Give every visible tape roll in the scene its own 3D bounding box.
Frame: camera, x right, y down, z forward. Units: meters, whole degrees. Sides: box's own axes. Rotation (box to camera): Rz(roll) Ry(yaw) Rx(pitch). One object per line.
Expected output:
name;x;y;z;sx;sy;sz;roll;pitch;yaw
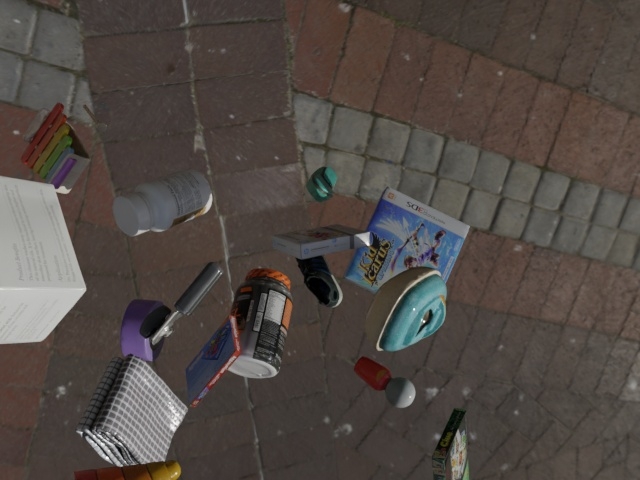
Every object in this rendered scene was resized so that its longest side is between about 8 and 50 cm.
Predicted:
tape roll;-0.553;0.281;1.762;0.080;0.189;0.189;3;105;4

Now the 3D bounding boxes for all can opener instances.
can opener;-0.394;0.166;1.570;0.095;0.076;0.283;37;81;7

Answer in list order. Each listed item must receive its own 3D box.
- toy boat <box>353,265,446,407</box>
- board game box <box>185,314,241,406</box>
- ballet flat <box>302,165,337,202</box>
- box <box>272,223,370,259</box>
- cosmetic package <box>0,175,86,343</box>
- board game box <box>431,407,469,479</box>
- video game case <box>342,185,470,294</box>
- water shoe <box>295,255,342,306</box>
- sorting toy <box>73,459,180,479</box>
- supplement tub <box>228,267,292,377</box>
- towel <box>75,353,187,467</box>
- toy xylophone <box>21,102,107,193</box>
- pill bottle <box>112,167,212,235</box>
toy boat;0.186;0.209;1.219;0.267;0.148;0.318;-16;132;-55
board game box;-0.336;0.375;1.736;0.027;0.145;0.281;22;121;-34
ballet flat;-0.006;-0.146;1.585;0.087;0.247;0.083;-39;99;18
box;0.000;0.000;1.319;0.186;0.145;0.038;-12;105;-29
cosmetic package;-0.541;0.018;0.733;0.156;0.217;0.385;-43;150;27
board game box;0.263;0.476;1.115;0.030;0.136;0.260;6;120;28
video game case;0.223;0.031;1.462;0.244;0.061;0.270;25;81;0
water shoe;-0.014;0.085;1.480;0.073;0.203;0.080;-44;156;16
sorting toy;-0.202;0.445;0.763;0.126;0.127;0.366;-25;101;-22
supplement tub;-0.211;0.279;1.911;0.207;0.207;0.338;24;55;-20
towel;-0.487;0.475;1.489;0.121;0.235;0.284;-14;128;17
toy xylophone;-0.710;-0.270;1.542;0.081;0.322;0.236;29;94;-49
pill bottle;-0.399;-0.095;1.421;0.229;0.131;0.131;-30;117;-48
